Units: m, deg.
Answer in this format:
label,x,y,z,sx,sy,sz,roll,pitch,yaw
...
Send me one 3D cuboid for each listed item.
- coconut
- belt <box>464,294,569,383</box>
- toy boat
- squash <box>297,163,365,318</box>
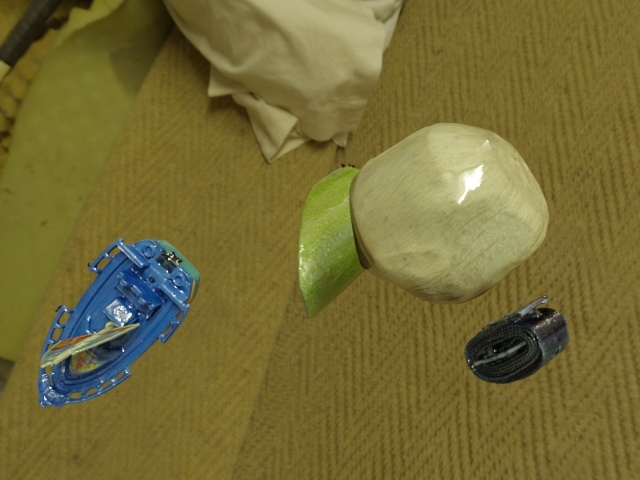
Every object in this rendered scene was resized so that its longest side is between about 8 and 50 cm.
label,x,y,z,sx,sy,sz,roll,pitch,yaw
coconut,0.133,-0.023,0.585,0.224,0.224,0.225,-4,73,15
belt,0.398,0.205,1.021,0.128,0.218,0.122,-20,72,-32
toy boat,-0.183,0.077,0.406,0.091,0.110,0.175,43,101,4
squash,0.000,0.000,0.904,0.189,0.189,0.260,37,57,22
